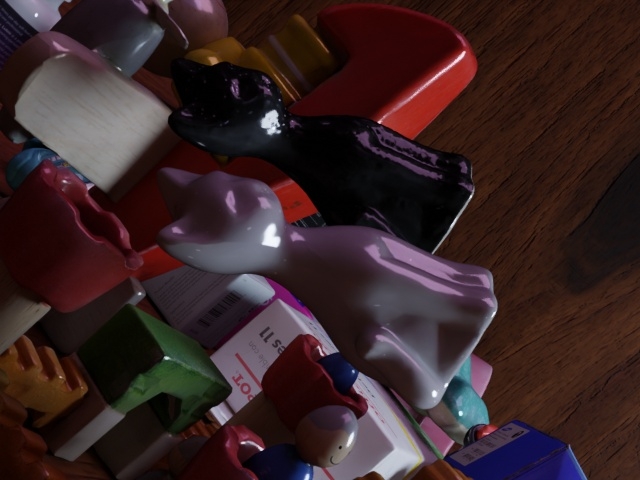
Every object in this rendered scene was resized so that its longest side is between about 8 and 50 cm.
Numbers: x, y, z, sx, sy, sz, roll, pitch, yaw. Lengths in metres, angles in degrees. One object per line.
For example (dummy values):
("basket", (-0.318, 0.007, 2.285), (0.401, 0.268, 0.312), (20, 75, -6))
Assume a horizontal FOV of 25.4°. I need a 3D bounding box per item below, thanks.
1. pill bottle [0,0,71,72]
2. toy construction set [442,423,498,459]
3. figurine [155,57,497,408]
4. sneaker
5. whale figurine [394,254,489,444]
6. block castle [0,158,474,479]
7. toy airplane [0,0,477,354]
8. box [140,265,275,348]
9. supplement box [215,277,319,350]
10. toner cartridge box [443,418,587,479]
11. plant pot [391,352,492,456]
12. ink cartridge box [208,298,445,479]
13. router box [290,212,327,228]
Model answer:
("pill bottle", (-0.315, -0.209, 1.344), (0.108, 0.193, 0.108), (48, 6, -6))
("toy construction set", (0.190, 0.320, 1.463), (0.215, 0.151, 0.327), (41, 26, 8))
("figurine", (-0.007, -0.017, 0.876), (0.209, 0.092, 0.215), (27, 30, -18))
("sneaker", (-0.252, -0.074, 1.444), (0.110, 0.107, 0.275), (38, 6, -7))
("whale figurine", (0.123, 0.112, 1.638), (0.216, 0.141, 0.272), (47, 4, -48))
("block castle", (-0.038, 0.149, 0.940), (0.303, 0.213, 0.453), (52, 6, 31))
("toy airplane", (-0.112, -0.079, 1.140), (0.386, 0.384, 0.272), (-40, -117, 56))
("box", (-0.125, 0.049, 1.551), (0.087, 0.101, 0.102), (50, 4, 23))
("supplement box", (-0.065, 0.089, 1.708), (0.111, 0.114, 0.220), (50, 7, 2))
("toner cartridge box", (0.219, 0.313, 1.090), (0.348, 0.075, 0.165), (62, -4, -3))
("plant pot", (0.104, 0.206, 1.911), (0.180, 0.201, 0.201), (33, 5, 3))
("ink cartridge box", (0.003, 0.187, 1.489), (0.207, 0.119, 0.353), (50, 5, 20))
("router box", (0.000, 0.000, 2.166), (0.081, 0.243, 0.309), (51, 5, 19))
